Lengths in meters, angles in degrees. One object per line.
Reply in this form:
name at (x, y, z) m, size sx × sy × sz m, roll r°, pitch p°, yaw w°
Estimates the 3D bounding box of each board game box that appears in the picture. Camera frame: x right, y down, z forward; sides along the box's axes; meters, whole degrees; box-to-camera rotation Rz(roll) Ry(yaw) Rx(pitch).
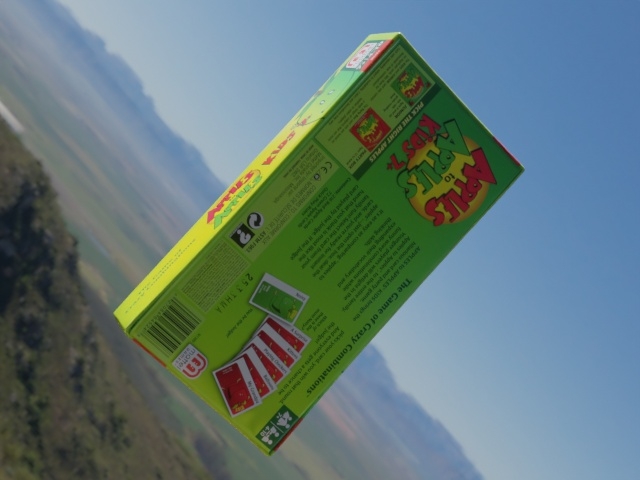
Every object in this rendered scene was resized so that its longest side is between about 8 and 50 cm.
board game box at (0.000, 0.000, 0.524) m, size 0.092 × 0.181 × 0.043 m, roll 44°, pitch -5°, yaw -19°
